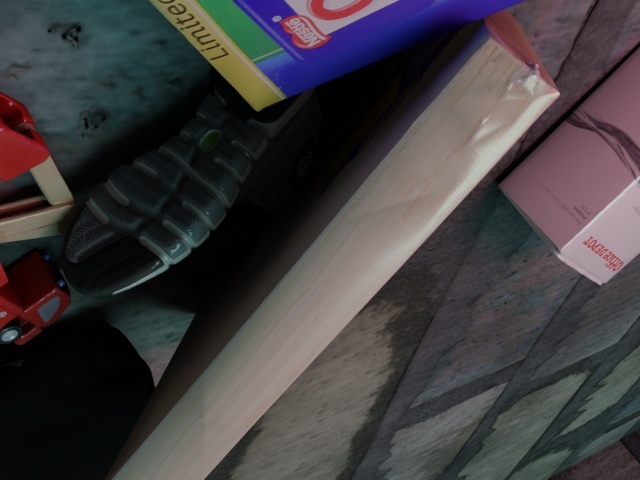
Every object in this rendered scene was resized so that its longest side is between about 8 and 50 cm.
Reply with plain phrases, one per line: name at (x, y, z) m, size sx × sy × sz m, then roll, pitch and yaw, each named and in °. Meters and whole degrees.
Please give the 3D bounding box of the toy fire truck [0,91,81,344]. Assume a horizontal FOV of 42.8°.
toy fire truck at (-0.214, -0.007, 0.556) m, size 0.135 × 0.047 × 0.192 m, roll -36°, pitch 150°, yaw -1°

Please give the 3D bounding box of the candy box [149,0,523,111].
candy box at (0.040, -0.214, 0.345) m, size 0.317 × 0.122 × 0.268 m, roll -17°, pitch 155°, yaw 19°

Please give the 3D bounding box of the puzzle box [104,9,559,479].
puzzle box at (0.000, 0.000, 0.604) m, size 0.409 × 0.052 × 0.272 m, roll -49°, pitch -171°, yaw 24°

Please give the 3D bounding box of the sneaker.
sneaker at (-0.074, -0.030, 0.604) m, size 0.229 × 0.086 × 0.132 m, roll -45°, pitch 156°, yaw -6°

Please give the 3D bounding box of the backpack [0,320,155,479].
backpack at (-0.252, 0.287, 0.762) m, size 0.290 × 0.273 × 0.355 m, roll -37°, pitch 167°, yaw -31°

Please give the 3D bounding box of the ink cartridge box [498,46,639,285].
ink cartridge box at (0.367, -0.097, 0.927) m, size 0.283 × 0.117 × 0.207 m, roll -45°, pitch 148°, yaw 15°
